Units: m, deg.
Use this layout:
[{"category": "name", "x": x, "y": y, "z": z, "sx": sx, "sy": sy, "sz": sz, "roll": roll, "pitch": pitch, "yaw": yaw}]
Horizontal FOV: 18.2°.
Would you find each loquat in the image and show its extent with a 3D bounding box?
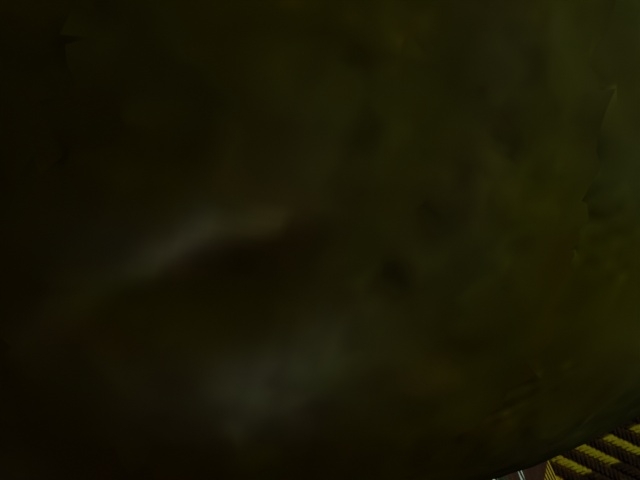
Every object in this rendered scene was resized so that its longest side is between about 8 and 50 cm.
[{"category": "loquat", "x": -0.031, "y": -0.061, "z": 0.431, "sx": 0.276, "sy": 0.284, "sz": 0.276, "roll": -172, "pitch": -90, "yaw": -76}]
